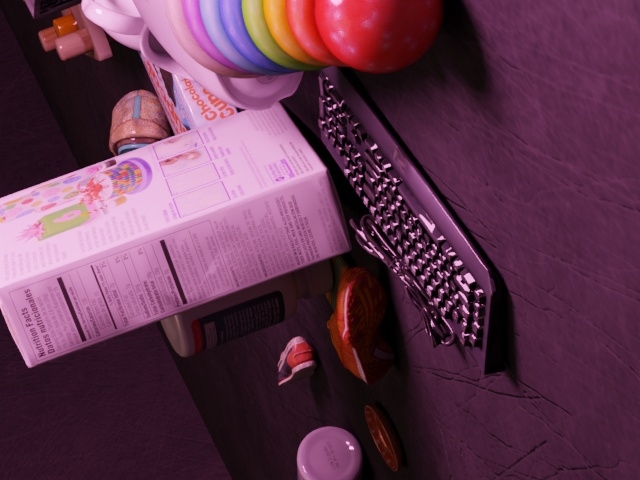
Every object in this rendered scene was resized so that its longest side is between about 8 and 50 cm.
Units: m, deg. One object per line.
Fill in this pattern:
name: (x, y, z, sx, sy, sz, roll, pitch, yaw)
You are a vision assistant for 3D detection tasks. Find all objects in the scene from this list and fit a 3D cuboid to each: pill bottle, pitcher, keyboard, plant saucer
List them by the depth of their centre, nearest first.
keyboard: (0.073, -0.004, 1.375, 0.201, 0.033, 0.317, 80, 163, -48)
pill bottle: (-0.084, 0.047, 1.689, 0.108, 0.180, 0.108, 161, 90, -75)
pitcher: (-0.210, -0.273, 1.781, 0.125, 0.178, 0.207, -60, 40, 19)
plant saucer: (0.075, 0.227, 1.822, 0.083, 0.013, 0.083, 157, 90, -79)
pill bottle: (0.013, 0.313, 2.071, 0.160, 0.087, 0.087, 88, 156, -61)

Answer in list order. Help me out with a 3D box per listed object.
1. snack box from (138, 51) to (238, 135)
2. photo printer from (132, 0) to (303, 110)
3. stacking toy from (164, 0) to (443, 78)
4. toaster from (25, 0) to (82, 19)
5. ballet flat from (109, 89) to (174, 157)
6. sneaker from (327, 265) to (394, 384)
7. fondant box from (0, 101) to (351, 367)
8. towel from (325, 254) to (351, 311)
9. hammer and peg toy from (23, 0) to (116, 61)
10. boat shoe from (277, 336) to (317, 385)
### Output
snack box: (-0.177, -0.216, 1.988, 0.187, 0.060, 0.321, 131, 115, -77)
photo printer: (-0.134, -0.275, 1.494, 0.256, 0.107, 0.307, 47, 167, 49)
stacking toy: (-0.010, -0.184, 1.196, 0.330, 0.141, 0.141, 24, 135, 66)
toaster: (-0.335, -0.385, 2.105, 0.110, 0.168, 0.186, 66, 167, 1)
ballet flat: (-0.275, -0.134, 2.482, 0.348, 0.123, 0.123, 100, 145, -69)
sneaker: (0.031, 0.084, 1.605, 0.067, 0.064, 0.175, 35, 152, 28)
fondant box: (-0.158, -0.015, 1.576, 0.238, 0.330, 0.096, -120, 12, -65)
towel: (0.000, 0.000, 1.728, 0.102, 0.021, 0.237, 96, 150, -56)
hammer and peg toy: (-0.411, -0.452, 2.403, 0.266, 0.127, 0.361, -147, 35, -69)
boat shoe: (-0.034, 0.162, 2.093, 0.137, 0.049, 0.043, 119, 131, -72)
